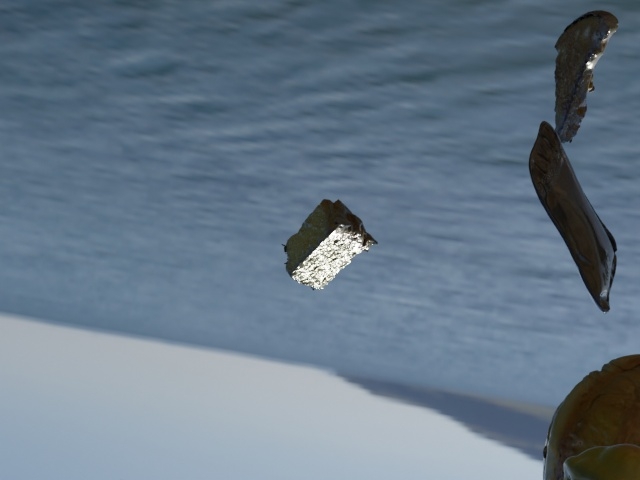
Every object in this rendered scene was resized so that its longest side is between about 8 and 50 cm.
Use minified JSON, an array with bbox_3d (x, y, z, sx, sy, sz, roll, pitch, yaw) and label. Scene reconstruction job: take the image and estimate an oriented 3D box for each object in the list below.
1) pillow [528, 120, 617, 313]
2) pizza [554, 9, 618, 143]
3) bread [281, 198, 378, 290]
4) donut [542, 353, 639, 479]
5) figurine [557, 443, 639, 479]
[{"bbox_3d":[0.286,-0.024,1.471,0.033,0.130,0.217,-16,118,30],"label":"pillow"},{"bbox_3d":[0.373,-0.231,1.869,0.052,0.195,0.185,14,177,-8],"label":"pizza"},{"bbox_3d":[0.000,0.000,2.277,0.127,0.147,0.152,49,-168,15],"label":"bread"},{"bbox_3d":[0.564,0.413,2.223,0.448,0.449,0.198,12,171,-25],"label":"donut"},{"bbox_3d":[0.306,0.296,1.451,0.246,0.131,0.156,-14,-148,-38],"label":"figurine"}]
